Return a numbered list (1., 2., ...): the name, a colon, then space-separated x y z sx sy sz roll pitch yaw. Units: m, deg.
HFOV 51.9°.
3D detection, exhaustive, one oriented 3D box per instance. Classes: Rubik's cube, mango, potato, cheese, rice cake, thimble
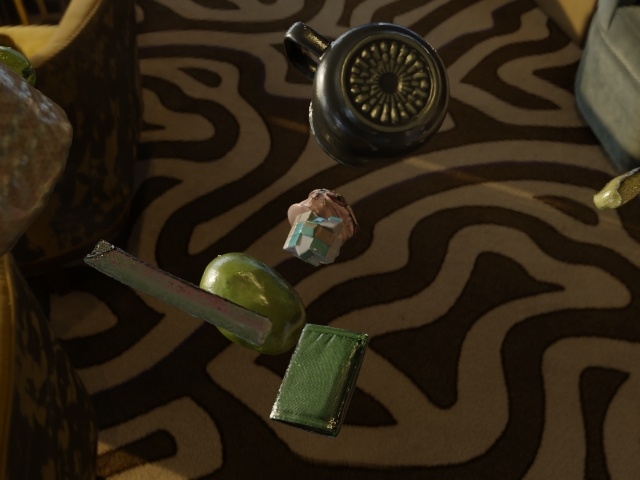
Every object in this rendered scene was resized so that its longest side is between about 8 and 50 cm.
1. Rubik's cube: -0.001 -0.003 0.962 0.084 0.073 0.075 12 75 -24
2. mango: -0.635 -0.321 1.284 0.178 0.119 0.100 -9 48 32
3. potato: -0.176 0.161 1.697 0.304 0.216 0.216 30 54 12
4. cheese: 0.339 -0.057 0.740 0.083 0.044 0.030 -28 81 -32
5. rice cake: -0.139 0.055 0.668 0.208 0.033 0.033 30 74 -25
6. thimble: -0.363 -0.073 0.626 0.229 0.148 0.196 -39 44 10

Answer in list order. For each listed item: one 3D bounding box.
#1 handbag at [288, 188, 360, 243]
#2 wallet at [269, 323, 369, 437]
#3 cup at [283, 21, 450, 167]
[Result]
1. handbag: 0.010 -0.060 2.013 0.179 0.205 0.116 6 45 45
2. wallet: 0.001 0.298 1.429 0.160 0.055 0.236 9 56 20
3. cup: 0.048 -0.194 0.851 0.223 0.176 0.169 37 83 -3
